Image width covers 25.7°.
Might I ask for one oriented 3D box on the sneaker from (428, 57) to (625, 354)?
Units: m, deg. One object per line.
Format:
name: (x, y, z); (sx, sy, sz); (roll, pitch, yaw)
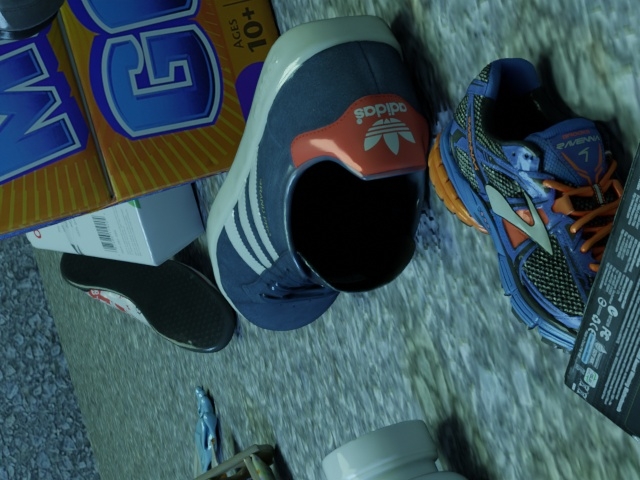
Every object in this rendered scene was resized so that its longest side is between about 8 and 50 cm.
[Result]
sneaker: (0.127, -0.018, 0.742); (0.221, 0.083, 0.087); (52, 144, 40)

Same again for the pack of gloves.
pack of gloves: (-0.133, 0.321, 1.895); (0.232, 0.046, 0.195); (96, 163, -44)

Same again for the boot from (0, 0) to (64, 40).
boot: (-0.178, -0.329, 1.045); (0.118, 0.338, 0.222); (32, 159, 17)

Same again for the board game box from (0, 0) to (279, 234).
board game box: (-0.270, -0.194, 1.300); (0.356, 0.356, 0.356); (173, 80, -71)

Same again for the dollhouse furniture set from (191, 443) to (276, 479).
dollhouse furniture set: (-0.048, 0.351, 1.617); (0.182, 0.101, 0.161); (61, -177, 31)

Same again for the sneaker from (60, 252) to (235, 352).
sneaker: (-0.180, 0.071, 1.722); (0.270, 0.090, 0.145); (22, 177, 32)

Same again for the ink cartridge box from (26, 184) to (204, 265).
ink cartridge box: (-0.262, -0.068, 1.644); (0.219, 0.092, 0.160); (8, 123, 39)

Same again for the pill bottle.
pill bottle: (0.079, 0.246, 1.049); (0.117, 0.118, 0.208); (114, 136, -64)

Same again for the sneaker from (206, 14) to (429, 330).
sneaker: (0.000, 0.000, 1.039); (0.350, 0.131, 0.148); (102, 151, -56)

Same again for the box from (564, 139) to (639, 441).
box: (0.195, 0.047, 0.563); (0.184, 0.045, 0.190); (36, 146, 25)
